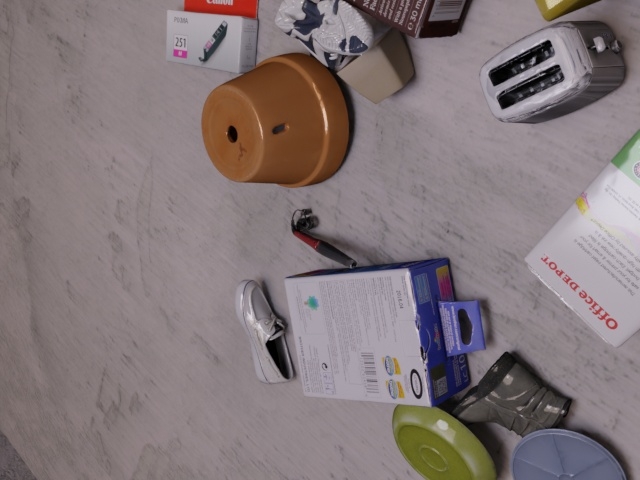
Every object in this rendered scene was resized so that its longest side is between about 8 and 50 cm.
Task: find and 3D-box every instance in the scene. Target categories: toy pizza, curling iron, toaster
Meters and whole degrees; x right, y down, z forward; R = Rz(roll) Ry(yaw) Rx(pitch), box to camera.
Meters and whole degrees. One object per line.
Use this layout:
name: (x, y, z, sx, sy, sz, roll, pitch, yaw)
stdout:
toy pizza: (0.443, 0.420, 1.240, 0.201, 0.032, 0.201, 12, 116, 27)
curling iron: (0.000, 0.000, 1.490, 0.274, 0.035, 0.068, 42, 129, 55)
toaster: (0.357, -0.264, 1.111, 0.227, 0.146, 0.129, -21, 85, 42)

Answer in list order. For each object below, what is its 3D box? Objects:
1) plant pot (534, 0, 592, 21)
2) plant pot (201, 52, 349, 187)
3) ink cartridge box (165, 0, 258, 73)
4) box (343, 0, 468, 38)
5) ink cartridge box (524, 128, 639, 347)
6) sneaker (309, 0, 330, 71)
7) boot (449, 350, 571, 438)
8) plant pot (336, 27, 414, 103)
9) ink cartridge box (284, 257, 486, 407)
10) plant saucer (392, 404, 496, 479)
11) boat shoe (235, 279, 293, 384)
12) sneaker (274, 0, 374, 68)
plant pot: (0.391, -0.460, 0.958, 0.187, 0.212, 0.212, -22, 97, 49)
plant pot: (-0.113, -0.241, 1.464, 0.291, 0.203, 0.290, 18, 117, 40)
ink cartridge box: (-0.261, -0.534, 1.650, 0.275, 0.060, 0.238, 19, 113, 37)
box: (0.098, -0.532, 1.257, 0.381, 0.143, 0.191, 38, 129, 30)
ink cartridge box: (0.490, -0.004, 1.070, 0.201, 0.117, 0.278, 48, 126, 23)
sneaker: (0.020, -0.434, 1.435, 0.089, 0.051, 0.170, 53, 132, 19)
boot: (0.344, 0.337, 1.302, 0.161, 0.083, 0.246, 42, 128, 15)
plant pot: (0.116, -0.329, 1.332, 0.109, 0.109, 0.096, -26, 108, 41)
ink cartridge box: (0.131, 0.183, 1.400, 0.395, 0.151, 0.270, -7, 94, 44)
plant saucer: (0.233, 0.423, 1.376, 0.241, 0.037, 0.241, 30, 143, 26)
boat shoe: (-0.130, 0.221, 1.675, 0.088, 0.096, 0.267, -9, 94, 38)
sneaker: (0.037, -0.384, 1.320, 0.235, 0.153, 0.094, 22, 92, 38)
